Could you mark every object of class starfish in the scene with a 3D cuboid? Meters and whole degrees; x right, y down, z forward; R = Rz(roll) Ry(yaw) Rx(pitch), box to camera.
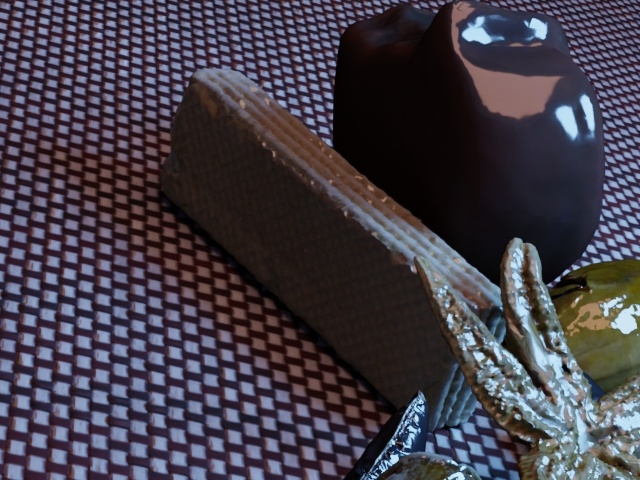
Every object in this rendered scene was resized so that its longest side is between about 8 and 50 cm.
[{"bbox_3d":[0.214,0.148,1.466,0.375,0.094,0.327,32,38,-3],"label":"starfish"}]

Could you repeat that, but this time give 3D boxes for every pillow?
[{"bbox_3d":[0.018,0.202,1.291,0.055,0.141,0.208,27,29,12],"label":"pillow"}]

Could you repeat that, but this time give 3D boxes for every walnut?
[{"bbox_3d":[0.266,0.085,1.725,0.137,0.137,0.245,34,32,28],"label":"walnut"}]

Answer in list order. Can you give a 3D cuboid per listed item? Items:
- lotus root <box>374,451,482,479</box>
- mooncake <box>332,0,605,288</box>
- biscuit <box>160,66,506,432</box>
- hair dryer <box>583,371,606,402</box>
[{"bbox_3d":[0.110,0.291,1.115,0.175,0.175,0.349,10,49,-20],"label":"lotus root"},{"bbox_3d":[0.136,-0.097,1.765,0.174,0.326,0.334,-4,62,-20],"label":"mooncake"},{"bbox_3d":[0.000,0.000,1.688,0.078,0.144,0.426,-7,38,-41],"label":"biscuit"},{"bbox_3d":[0.291,0.184,1.623,0.219,0.071,0.124,12,27,-37],"label":"hair dryer"}]
